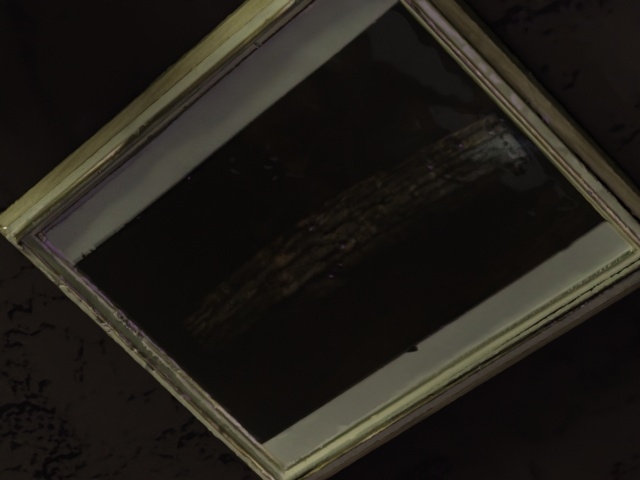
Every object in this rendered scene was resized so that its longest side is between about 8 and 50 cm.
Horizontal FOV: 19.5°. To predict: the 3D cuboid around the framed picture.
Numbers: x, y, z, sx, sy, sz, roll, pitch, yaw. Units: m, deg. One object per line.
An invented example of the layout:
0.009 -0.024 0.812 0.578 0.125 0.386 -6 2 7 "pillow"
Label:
0.000 0.000 0.920 0.231 0.018 0.293 44 126 -13 "framed picture"
